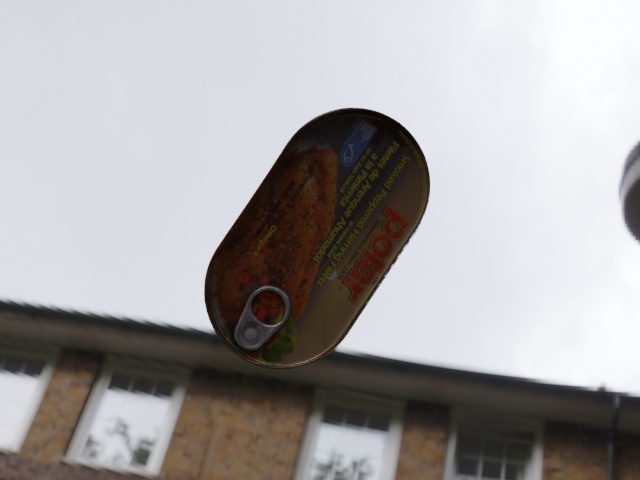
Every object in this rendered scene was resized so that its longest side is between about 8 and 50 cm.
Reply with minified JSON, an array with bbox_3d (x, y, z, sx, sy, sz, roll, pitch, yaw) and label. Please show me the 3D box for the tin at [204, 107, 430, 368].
[{"bbox_3d":[0.000,0.000,0.912,0.106,0.040,0.190,35,-89,13],"label":"tin"}]
